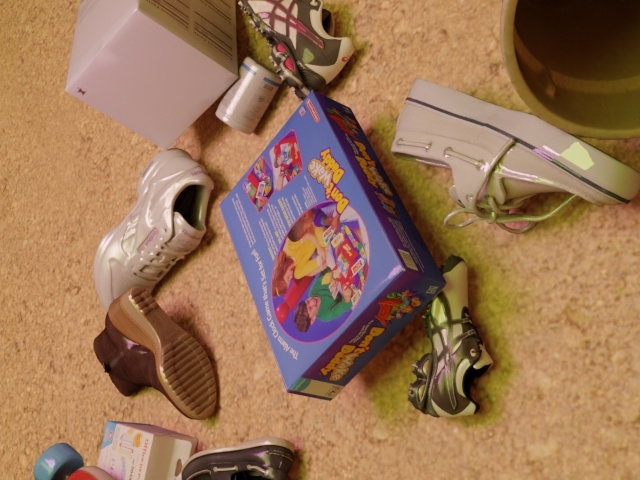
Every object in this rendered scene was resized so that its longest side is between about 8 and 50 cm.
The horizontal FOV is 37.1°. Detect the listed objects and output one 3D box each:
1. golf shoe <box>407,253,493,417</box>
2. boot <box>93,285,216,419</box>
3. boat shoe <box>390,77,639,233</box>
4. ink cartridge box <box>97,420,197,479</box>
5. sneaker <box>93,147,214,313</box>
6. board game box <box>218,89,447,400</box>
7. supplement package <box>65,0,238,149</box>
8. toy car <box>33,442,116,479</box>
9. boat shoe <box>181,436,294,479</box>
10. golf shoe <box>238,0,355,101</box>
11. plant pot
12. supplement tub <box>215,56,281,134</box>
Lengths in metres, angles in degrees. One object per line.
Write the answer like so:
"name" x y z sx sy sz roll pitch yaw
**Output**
"golf shoe" 0.171 0.119 1.158 0.093 0.077 0.198 7 84 27
"boot" -0.271 0.209 1.540 0.248 0.090 0.207 56 140 14
"boat shoe" 0.204 -0.077 1.132 0.367 0.135 0.157 32 99 47
"ink cartridge box" -0.265 0.338 1.478 0.143 0.089 0.092 2 79 44
"sneaker" -0.275 0.001 1.573 0.152 0.114 0.305 33 101 45
"board game box" 0.000 0.000 1.262 0.233 0.078 0.347 -48 44 26
"supplement package" -0.273 -0.335 1.573 0.199 0.198 0.263 -39 37 29
"toy car" -0.401 0.465 1.408 0.219 0.238 0.210 34 130 27
"boat shoe" -0.125 0.334 1.352 0.206 0.075 0.065 -23 47 32
"golf shoe" -0.041 -0.338 1.484 0.120 0.105 0.273 -36 60 11
"plant pot" 0.305 -0.329 1.009 0.334 0.333 0.306 -44 37 25
"supplement tub" -0.114 -0.232 1.523 0.071 0.071 0.107 45 108 42
